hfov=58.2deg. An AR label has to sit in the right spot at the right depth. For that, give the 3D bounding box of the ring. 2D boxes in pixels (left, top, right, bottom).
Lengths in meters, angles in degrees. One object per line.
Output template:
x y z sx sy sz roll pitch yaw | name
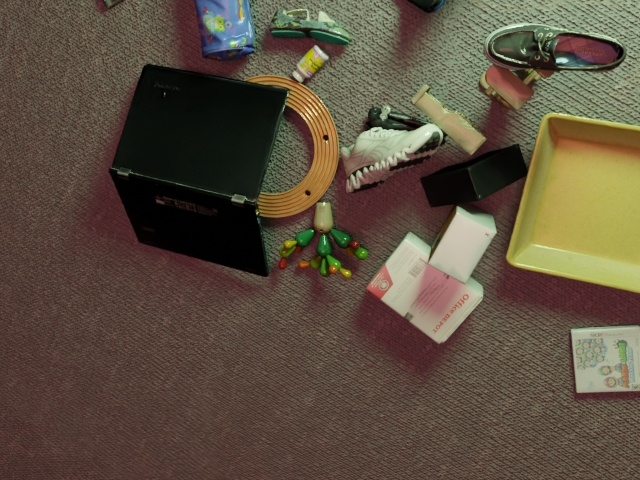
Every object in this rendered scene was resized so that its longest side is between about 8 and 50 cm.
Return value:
-0.118 -0.221 1.372 0.337 0.032 0.336 4 106 13 | ring

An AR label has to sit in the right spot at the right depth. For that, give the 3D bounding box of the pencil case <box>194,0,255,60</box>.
-0.212 -0.554 1.258 0.133 0.119 0.306 5 108 30 | pencil case

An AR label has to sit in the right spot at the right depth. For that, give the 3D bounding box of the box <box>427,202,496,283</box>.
0.306 -0.004 1.246 0.091 0.170 0.130 28 109 6 | box

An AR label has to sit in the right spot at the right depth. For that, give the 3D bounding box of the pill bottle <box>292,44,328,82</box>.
-0.024 -0.395 1.293 0.083 0.043 0.043 -42 91 21 | pill bottle

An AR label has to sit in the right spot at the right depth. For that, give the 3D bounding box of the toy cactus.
0.000 0.000 1.373 0.219 0.112 0.180 1 95 23 | toy cactus

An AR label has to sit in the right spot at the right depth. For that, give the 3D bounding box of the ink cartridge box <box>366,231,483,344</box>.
0.243 0.109 1.335 0.218 0.092 0.158 38 110 4 | ink cartridge box

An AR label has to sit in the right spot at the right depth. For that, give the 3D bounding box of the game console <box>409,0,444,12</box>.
0.219 -0.627 1.108 0.173 0.250 0.293 30 113 -23 | game console

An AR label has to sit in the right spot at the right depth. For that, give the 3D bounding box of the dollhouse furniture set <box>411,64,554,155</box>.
0.323 -0.316 1.134 0.161 0.212 0.242 42 109 1 | dollhouse furniture set

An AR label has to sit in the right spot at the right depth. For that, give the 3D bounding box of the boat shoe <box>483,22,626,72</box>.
0.392 -0.318 0.963 0.229 0.076 0.080 13 106 9 | boat shoe

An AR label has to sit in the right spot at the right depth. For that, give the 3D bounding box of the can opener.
0.191 -0.254 1.277 0.186 0.073 0.059 12 69 8 | can opener

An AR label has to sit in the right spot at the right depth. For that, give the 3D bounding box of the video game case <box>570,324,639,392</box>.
0.653 0.272 1.311 0.143 0.019 0.157 -7 103 16 | video game case

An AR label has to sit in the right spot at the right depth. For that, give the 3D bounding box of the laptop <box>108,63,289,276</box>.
-0.277 -0.163 1.405 0.382 0.236 0.408 14 140 16 | laptop

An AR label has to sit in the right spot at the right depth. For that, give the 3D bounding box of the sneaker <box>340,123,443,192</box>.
0.135 -0.192 1.223 0.292 0.110 0.118 -22 83 54 | sneaker

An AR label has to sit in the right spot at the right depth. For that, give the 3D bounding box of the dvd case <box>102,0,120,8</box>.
-0.452 -0.672 1.343 0.221 0.018 0.164 -22 97 20 | dvd case

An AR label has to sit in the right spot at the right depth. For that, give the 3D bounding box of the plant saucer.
0.590 -0.079 1.201 0.333 0.081 0.332 12 108 11 | plant saucer

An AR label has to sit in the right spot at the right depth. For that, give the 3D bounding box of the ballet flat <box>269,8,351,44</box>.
-0.020 -0.475 1.264 0.188 0.070 0.070 10 107 8 | ballet flat

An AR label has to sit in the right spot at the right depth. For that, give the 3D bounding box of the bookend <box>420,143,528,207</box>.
0.330 -0.138 1.246 0.157 0.156 0.072 -5 109 61 | bookend
